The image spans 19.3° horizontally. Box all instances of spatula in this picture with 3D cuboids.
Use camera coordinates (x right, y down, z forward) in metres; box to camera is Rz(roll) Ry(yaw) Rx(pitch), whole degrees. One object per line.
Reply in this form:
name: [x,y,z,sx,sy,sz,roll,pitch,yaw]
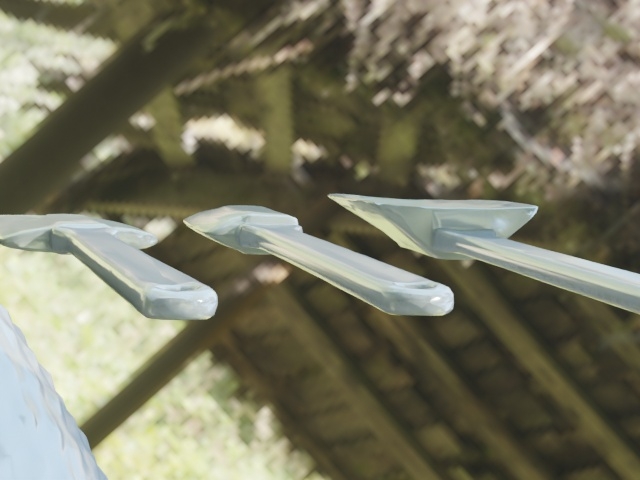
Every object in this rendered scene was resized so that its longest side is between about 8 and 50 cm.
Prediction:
spatula: [0.000,0.000,0.527,0.242,0.168,0.019,-164,-104,-74]

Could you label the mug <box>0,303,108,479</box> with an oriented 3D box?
mug: [-0.221,0.132,0.703,0.374,0.276,0.328,-114,-178,-63]
